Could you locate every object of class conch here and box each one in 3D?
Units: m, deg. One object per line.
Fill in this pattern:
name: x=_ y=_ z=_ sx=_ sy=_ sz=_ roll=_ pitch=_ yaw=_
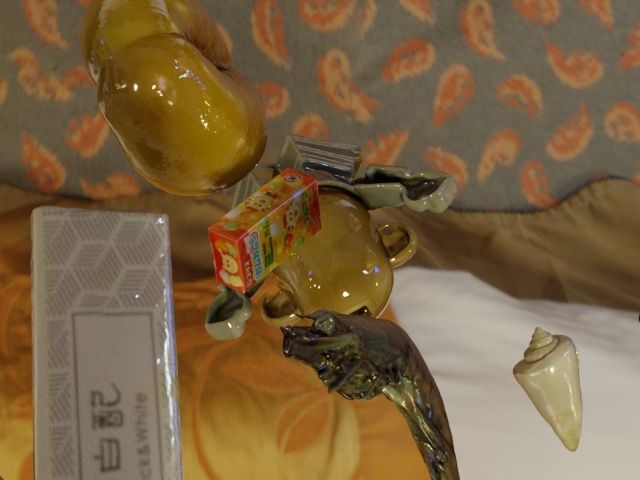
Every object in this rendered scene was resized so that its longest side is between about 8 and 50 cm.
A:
conch: x=0.330 y=0.197 z=1.425 sx=0.094 sy=0.104 sz=0.176 roll=-35 pitch=96 yaw=6

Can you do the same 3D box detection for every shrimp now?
shrimp: x=0.055 y=0.138 z=0.722 sx=0.051 sy=0.198 sz=0.262 roll=-28 pitch=157 yaw=14

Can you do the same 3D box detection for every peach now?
peach: x=-0.157 y=-0.164 z=1.098 sx=0.153 sy=0.251 sz=0.251 roll=-31 pitch=114 yaw=0

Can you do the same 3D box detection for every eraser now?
eraser: x=-0.138 y=0.181 z=0.673 sx=0.096 sy=0.098 sz=0.403 roll=-1 pitch=73 yaw=-17

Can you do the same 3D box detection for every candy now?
candy: x=-0.049 y=-0.011 z=0.965 sx=0.038 sy=0.122 sz=0.062 roll=20 pitch=132 yaw=31

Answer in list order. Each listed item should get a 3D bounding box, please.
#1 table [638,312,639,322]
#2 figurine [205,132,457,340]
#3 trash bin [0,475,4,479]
table: x=0.411 y=0.020 z=1.016 sx=0.062 sy=0.146 sz=0.175 roll=36 pitch=150 yaw=-11
figurine: x=-0.001 y=0.000 z=1.324 sx=0.167 sy=0.285 sz=0.342 roll=30 pitch=108 yaw=-38
trash bin: x=-0.398 y=0.307 z=1.066 sx=0.161 sy=0.184 sz=0.238 roll=-17 pitch=120 yaw=45
